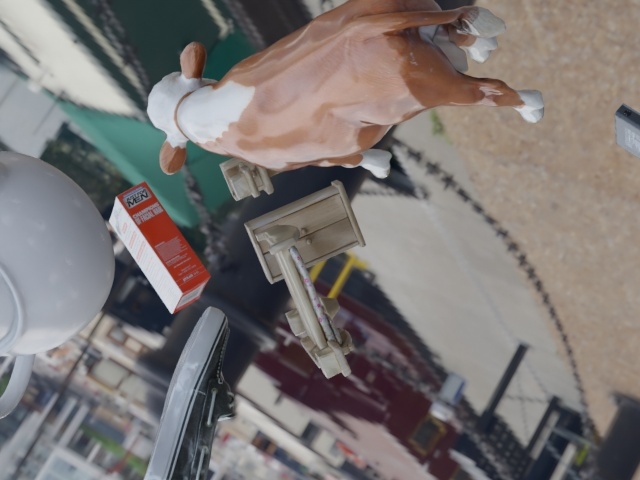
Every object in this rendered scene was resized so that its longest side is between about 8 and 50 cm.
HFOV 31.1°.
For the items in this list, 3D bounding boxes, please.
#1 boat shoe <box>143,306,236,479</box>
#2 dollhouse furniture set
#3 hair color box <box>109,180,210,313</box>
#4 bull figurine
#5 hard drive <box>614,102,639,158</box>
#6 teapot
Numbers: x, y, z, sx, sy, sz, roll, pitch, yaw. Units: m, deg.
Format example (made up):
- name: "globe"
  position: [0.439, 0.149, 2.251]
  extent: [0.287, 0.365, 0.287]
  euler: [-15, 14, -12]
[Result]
- name: "boat shoe"
  position: [-0.203, 0.284, 1.973]
  extent: [0.119, 0.335, 0.121]
  euler: [19, 165, -10]
- name: "dollhouse furniture set"
  position: [0.000, 0.000, 1.741]
  extent: [0.355, 0.174, 0.303]
  euler: [-140, 27, -74]
- name: "hair color box"
  position: [-0.228, 0.011, 1.622]
  extent: [0.167, 0.053, 0.093]
  euler: [54, 154, 8]
- name: "bull figurine"
  position: [0.008, -0.105, 0.838]
  extent: [0.188, 0.101, 0.310]
  euler: [2, 174, -34]
- name: "hard drive"
  position: [0.460, -0.122, 1.557]
  extent: [0.135, 0.022, 0.094]
  euler: [39, 171, 26]
- name: "teapot"
  position: [-0.366, 0.041, 1.277]
  extent: [0.256, 0.187, 0.252]
  euler: [47, 127, -9]
